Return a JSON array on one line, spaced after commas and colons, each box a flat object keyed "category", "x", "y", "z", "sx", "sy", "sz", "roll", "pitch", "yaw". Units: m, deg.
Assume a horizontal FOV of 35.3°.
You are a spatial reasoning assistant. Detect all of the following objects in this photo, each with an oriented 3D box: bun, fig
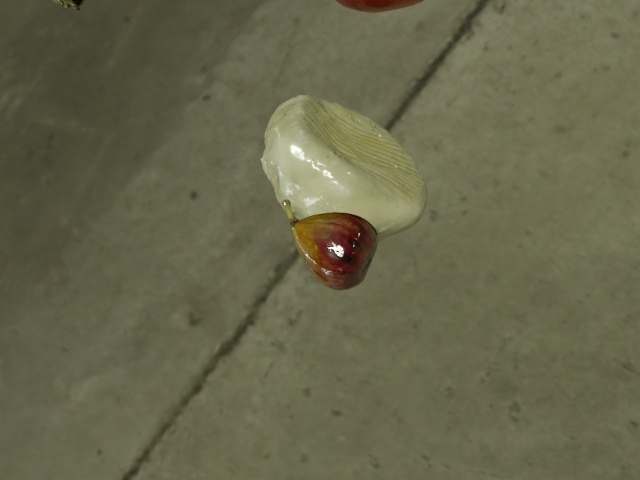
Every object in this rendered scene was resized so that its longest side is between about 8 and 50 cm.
[{"category": "bun", "x": 0.020, "y": -0.079, "z": 1.269, "sx": 0.133, "sy": 0.231, "sz": 0.231, "roll": -54, "pitch": 40, "yaw": 28}, {"category": "fig", "x": 0.000, "y": 0.000, "z": 1.136, "sx": 0.125, "sy": 0.089, "sz": 0.088, "roll": 26, "pitch": 83, "yaw": 15}]

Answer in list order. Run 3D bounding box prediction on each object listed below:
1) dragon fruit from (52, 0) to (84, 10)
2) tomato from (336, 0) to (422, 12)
[{"category": "dragon fruit", "x": -0.148, "y": -0.288, "z": 0.727, "sx": 0.269, "sy": 0.200, "sz": 0.198, "roll": -54, "pitch": -11, "yaw": -48}, {"category": "tomato", "x": 0.083, "y": -0.353, "z": 1.116, "sx": 0.233, "sy": 0.200, "sz": 0.139, "roll": -24, "pitch": 29, "yaw": 9}]
